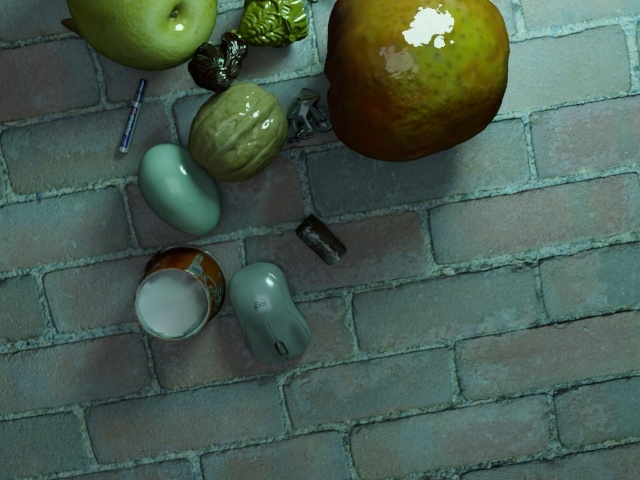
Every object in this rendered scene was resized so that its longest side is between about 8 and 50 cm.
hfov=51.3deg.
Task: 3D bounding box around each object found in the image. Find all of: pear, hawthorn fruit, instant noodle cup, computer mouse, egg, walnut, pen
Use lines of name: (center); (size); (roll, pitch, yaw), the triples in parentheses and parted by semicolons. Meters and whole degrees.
pear: (-0.424, -0.578, 1.586); (0.349, 0.348, 0.348); (0, 99, -2)
hawthorn fruit: (0.222, -0.392, 1.583); (0.472, 0.472, 0.471); (0, 99, -2)
instant noodle cup: (-0.377, 0.146, 1.771); (0.251, 0.192, 0.250); (0, 99, -2)
computer mouse: (-0.139, 0.205, 1.827); (0.184, 0.121, 0.296); (-18, 98, 0)
egg: (-0.362, -0.130, 1.734); (0.183, 0.183, 0.264); (-34, 104, 3)
walnut: (-0.203, -0.270, 1.664); (0.261, 0.225, 0.225); (-43, 98, 1)
pen: (-0.500, -0.331, 1.776); (0.025, 0.025, 0.204); (18, 98, -5)

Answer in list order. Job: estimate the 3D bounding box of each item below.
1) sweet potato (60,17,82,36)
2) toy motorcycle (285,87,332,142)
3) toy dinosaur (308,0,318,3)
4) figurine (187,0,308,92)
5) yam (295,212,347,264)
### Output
sweet potato: (-0.571, -0.537, 1.727); (0.202, 0.055, 0.058); (22, 134, -7)
toy motorcycle: (-0.076, -0.320, 1.765); (0.229, 0.094, 0.129); (-19, 95, 14)
toy dinosaur: (-0.064, -0.778, 1.698); (0.447, 0.087, 0.300); (13, 89, -1)
figurine: (-0.195, -0.488, 1.631); (0.168, 0.187, 0.315); (42, 72, 12)
yam: (0.000, 0.000, 1.820); (0.079, 0.079, 0.141); (-45, 99, 5)
